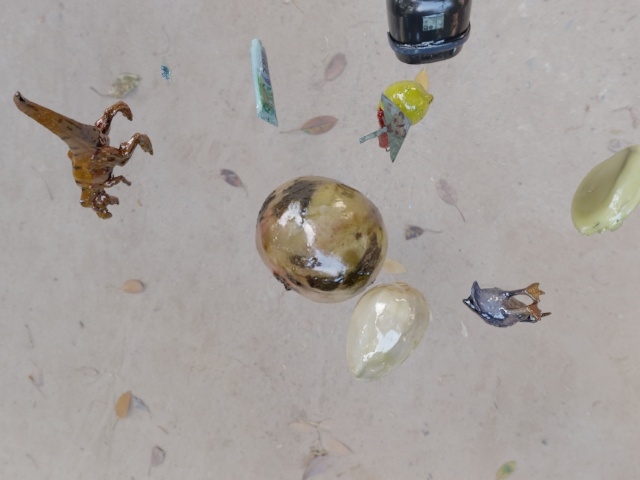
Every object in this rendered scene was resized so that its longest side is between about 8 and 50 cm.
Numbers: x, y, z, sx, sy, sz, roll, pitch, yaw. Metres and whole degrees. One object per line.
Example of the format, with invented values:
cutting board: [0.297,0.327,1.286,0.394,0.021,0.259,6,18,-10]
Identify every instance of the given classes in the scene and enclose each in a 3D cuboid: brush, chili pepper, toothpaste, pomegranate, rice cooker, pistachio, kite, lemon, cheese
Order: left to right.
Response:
brush: [-0.236,-0.262,0.627,0.013,0.084,0.016,-8,129,-22]
toothpaste: [-0.168,-0.462,1.194,0.048,0.074,0.297,-27,63,36]
pomegranate: [0.000,0.000,0.975,0.322,0.322,0.322,3,107,9]
pistachio: [0.135,0.193,0.890,0.157,0.157,0.230,28,98,1]
chili pepper: [0.237,-0.392,1.510,0.059,0.268,0.050,-31,65,-1]
kite: [0.214,-0.364,1.347,0.012,0.250,0.229,9,120,52]
lemon: [0.315,-0.507,1.537,0.206,0.173,0.174,-7,106,32]
rice cooker: [0.314,-0.666,1.206,0.267,0.267,0.224,-2,143,11]
cheese: [0.931,-0.146,1.342,0.128,0.259,0.316,28,73,5]

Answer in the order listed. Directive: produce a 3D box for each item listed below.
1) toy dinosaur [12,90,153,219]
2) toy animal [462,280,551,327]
toy dinosaur: [-0.449,-0.200,0.838,0.097,0.208,0.432,35,152,8]
toy animal: [0.546,0.194,1.218,0.298,0.185,0.122,8,72,-17]
